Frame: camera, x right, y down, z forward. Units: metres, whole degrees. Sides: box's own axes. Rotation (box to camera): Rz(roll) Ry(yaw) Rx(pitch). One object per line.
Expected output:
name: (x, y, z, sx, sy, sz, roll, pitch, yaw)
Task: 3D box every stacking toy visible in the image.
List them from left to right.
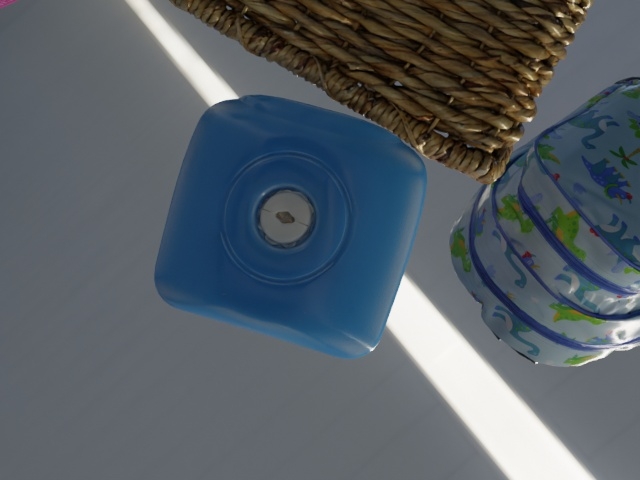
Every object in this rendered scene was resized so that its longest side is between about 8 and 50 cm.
stacking toy: (0.000, 0.000, 0.976, 0.302, 0.175, 0.166, 35, 71, -78)

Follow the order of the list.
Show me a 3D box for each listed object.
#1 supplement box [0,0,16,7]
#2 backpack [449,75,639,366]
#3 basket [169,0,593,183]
supplement box: (-0.331, -0.237, 0.972, 0.220, 0.114, 0.111, -6, -102, 46)
backpack: (0.305, -0.018, 1.309, 0.355, 0.290, 0.273, -27, 167, -22)
basket: (0.046, -0.195, 0.966, 0.223, 0.299, 0.213, -61, -178, -4)
